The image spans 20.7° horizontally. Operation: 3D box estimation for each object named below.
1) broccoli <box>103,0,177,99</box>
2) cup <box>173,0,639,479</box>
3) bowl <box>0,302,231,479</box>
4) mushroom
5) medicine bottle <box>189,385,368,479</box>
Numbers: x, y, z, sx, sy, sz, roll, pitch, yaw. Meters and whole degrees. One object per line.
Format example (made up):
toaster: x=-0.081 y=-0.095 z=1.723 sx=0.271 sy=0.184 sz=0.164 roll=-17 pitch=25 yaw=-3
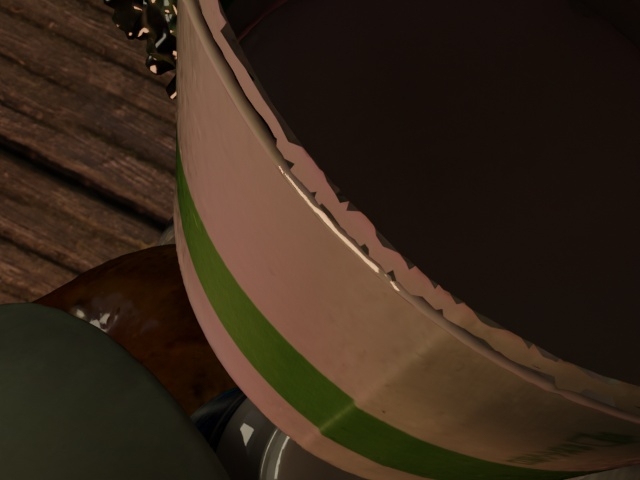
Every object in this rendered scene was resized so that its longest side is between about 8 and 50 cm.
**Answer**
broccoli: x=0.010 y=-0.243 z=1.204 sx=0.348 sy=0.293 sz=0.281 roll=-44 pitch=-27 yaw=9
cup: x=0.064 y=-0.045 z=0.461 sx=0.274 sy=0.253 sz=0.253 roll=124 pitch=169 yaw=-68
bowl: x=-0.148 y=0.183 z=0.738 sx=0.146 sy=0.289 sz=0.289 roll=-21 pitch=-22 yaw=-39
mushroom: x=-0.090 y=0.119 z=0.998 sx=0.267 sy=0.254 sz=0.267 roll=-33 pitch=37 yaw=29
medicine bottle: x=-0.004 y=0.109 z=0.762 sx=0.107 sy=0.107 sz=0.191 roll=-66 pitch=10 yaw=-14
